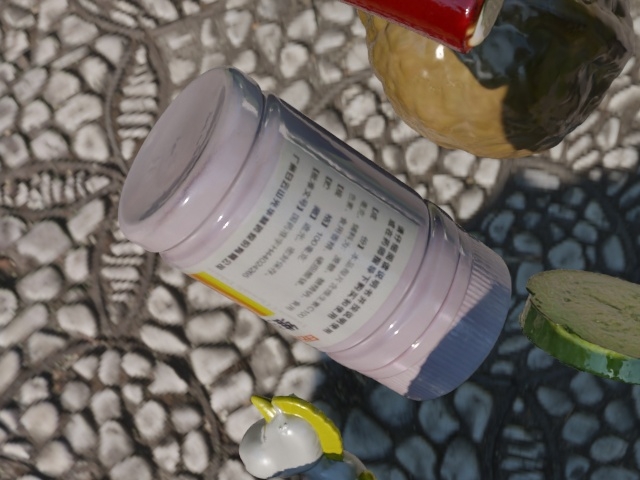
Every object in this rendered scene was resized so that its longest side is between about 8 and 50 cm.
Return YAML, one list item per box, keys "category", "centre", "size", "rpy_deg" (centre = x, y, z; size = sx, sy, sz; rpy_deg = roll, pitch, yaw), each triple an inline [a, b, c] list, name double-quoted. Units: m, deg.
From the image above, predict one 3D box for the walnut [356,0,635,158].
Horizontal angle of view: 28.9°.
- category: "walnut"
  centre: [0.189, -0.246, 1.363]
  size: [0.306, 0.344, 0.306]
  rpy_deg: [-2, 83, 20]

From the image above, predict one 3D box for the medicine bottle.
- category: "medicine bottle"
  centre: [0.000, 0.000, 0.837]
  size: [0.250, 0.133, 0.133]
  rpy_deg: [31, 69, -27]

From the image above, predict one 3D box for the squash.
- category: "squash"
  centre: [0.315, 0.094, 1.286]
  size: [0.219, 0.219, 0.041]
  rpy_deg: [17, 112, 13]

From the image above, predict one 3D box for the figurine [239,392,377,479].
- category: "figurine"
  centre: [-0.015, 0.220, 1.296]
  size: [0.178, 0.129, 0.109]
  rpy_deg: [48, 51, -16]

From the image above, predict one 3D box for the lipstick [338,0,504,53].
- category: "lipstick"
  centre: [0.015, -0.209, 0.890]
  size: [0.241, 0.080, 0.080]
  rpy_deg: [24, 72, 15]
